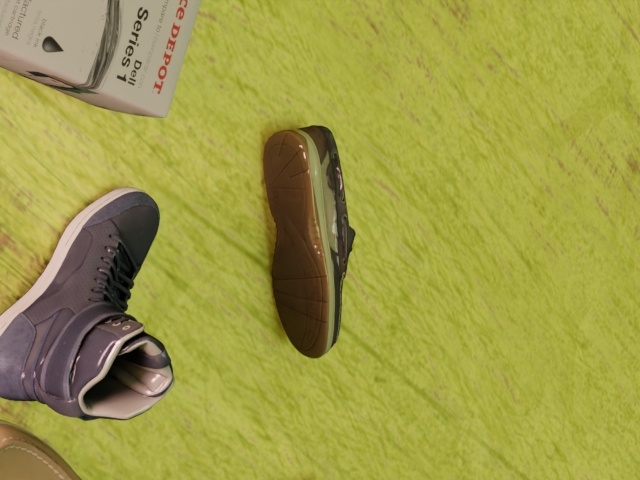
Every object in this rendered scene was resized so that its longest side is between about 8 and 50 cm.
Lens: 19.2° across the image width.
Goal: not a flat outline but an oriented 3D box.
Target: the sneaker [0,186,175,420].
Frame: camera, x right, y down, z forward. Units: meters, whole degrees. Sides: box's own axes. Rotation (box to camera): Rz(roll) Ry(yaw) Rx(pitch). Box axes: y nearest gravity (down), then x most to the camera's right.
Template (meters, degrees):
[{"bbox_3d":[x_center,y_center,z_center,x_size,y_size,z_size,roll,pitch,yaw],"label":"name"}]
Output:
[{"bbox_3d":[-0.162,0.054,1.548,0.226,0.163,0.086,-55,134,-28],"label":"sneaker"}]

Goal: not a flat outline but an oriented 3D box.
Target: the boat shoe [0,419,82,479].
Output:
[{"bbox_3d":[-0.200,0.272,1.598,0.121,0.110,0.341,-56,136,-25],"label":"boat shoe"}]

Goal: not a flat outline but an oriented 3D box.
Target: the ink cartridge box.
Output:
[{"bbox_3d":[-0.198,-0.203,1.491,0.219,0.092,0.160,20,84,-50],"label":"ink cartridge box"}]

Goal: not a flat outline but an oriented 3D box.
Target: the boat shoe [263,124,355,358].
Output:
[{"bbox_3d":[-0.001,-0.001,1.791,0.073,0.080,0.223,-20,110,-40],"label":"boat shoe"}]
